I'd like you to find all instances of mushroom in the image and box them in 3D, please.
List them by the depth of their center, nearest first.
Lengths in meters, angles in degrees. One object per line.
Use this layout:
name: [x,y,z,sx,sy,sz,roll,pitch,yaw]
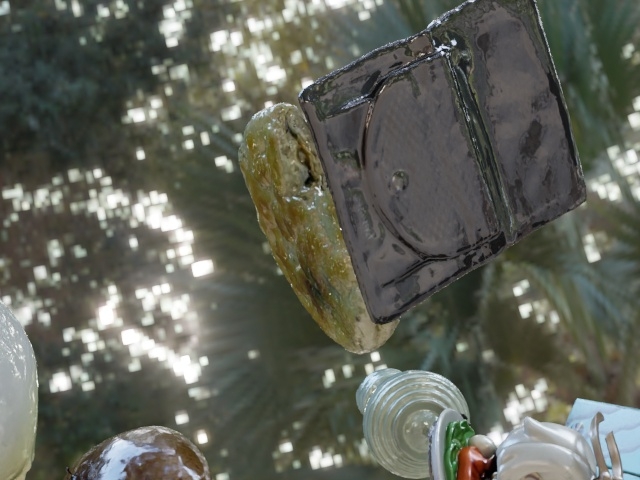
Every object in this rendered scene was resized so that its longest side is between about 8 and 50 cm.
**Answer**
mushroom: [-0.213,0.352,1.672,0.278,0.297,0.163,9,-5,44]

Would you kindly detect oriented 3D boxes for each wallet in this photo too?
wallet: [0.128,-0.091,1.445,0.323,0.247,0.041,-29,20,-37]

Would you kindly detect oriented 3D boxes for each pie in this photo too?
pie: [0.000,0.000,1.816,0.075,0.337,0.337,-23,-20,-19]

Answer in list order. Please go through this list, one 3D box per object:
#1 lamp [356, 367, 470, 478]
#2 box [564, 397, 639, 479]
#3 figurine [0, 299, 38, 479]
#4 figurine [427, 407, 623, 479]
lamp: [0.086,0.173,1.523,0.106,0.106,0.193,-12,9,-8]
box: [0.259,0.266,1.422,0.041,0.229,0.162,33,-14,-28]
figurine: [-0.357,0.195,1.123,0.274,0.226,0.394,14,-61,0]
figurine: [0.183,0.192,1.294,0.153,0.132,0.132,-14,-21,21]
